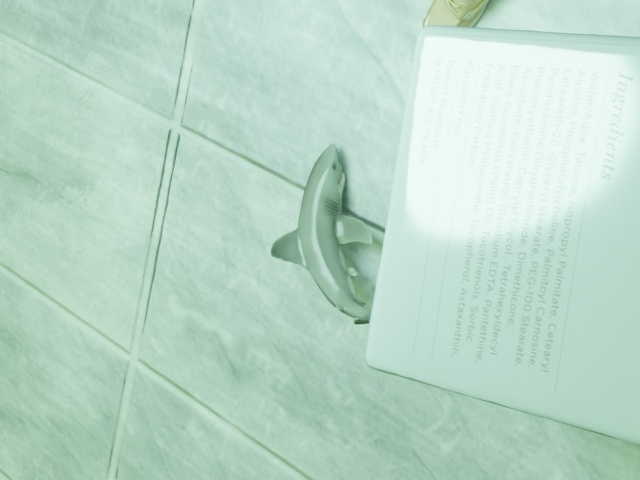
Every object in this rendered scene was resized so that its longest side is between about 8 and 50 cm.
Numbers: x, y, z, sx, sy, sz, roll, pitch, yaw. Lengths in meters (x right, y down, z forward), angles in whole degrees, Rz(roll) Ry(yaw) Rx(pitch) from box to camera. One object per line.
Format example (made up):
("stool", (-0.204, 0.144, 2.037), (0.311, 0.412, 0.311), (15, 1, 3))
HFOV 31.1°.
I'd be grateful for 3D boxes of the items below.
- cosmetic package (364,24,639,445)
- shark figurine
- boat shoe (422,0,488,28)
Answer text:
("cosmetic package", (0.306, 0.000, 1.054), (0.393, 0.329, 0.328), (12, 94, 38))
("shark figurine", (0.000, 0.029, 1.452), (0.166, 0.116, 0.278), (-57, 41, 40))
("boat shoe", (0.166, -0.291, 1.317), (0.063, 0.059, 0.170), (55, 128, 16))
